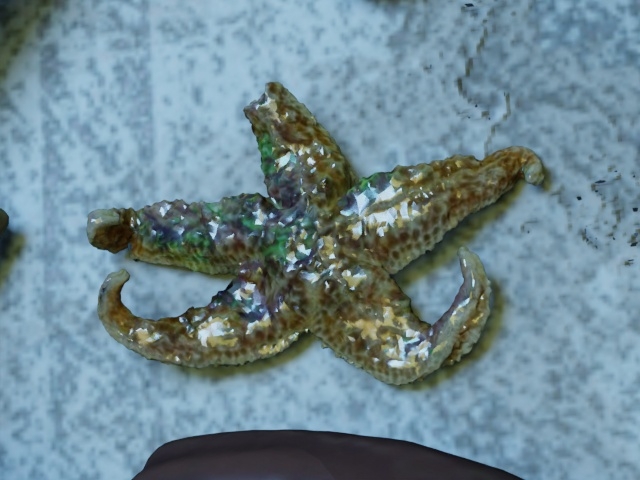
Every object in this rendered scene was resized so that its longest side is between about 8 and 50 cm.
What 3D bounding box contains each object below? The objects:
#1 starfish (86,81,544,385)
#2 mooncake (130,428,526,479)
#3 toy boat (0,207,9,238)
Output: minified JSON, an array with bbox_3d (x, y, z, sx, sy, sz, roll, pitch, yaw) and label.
[{"bbox_3d":[0.001,0.000,0.833,0.209,0.053,0.150,-22,86,3],"label":"starfish"},{"bbox_3d":[0.007,0.225,0.710,0.326,0.174,0.334,-37,73,6],"label":"mooncake"},{"bbox_3d":[-0.243,0.012,0.834,0.162,0.136,0.446,27,85,-8],"label":"toy boat"}]
